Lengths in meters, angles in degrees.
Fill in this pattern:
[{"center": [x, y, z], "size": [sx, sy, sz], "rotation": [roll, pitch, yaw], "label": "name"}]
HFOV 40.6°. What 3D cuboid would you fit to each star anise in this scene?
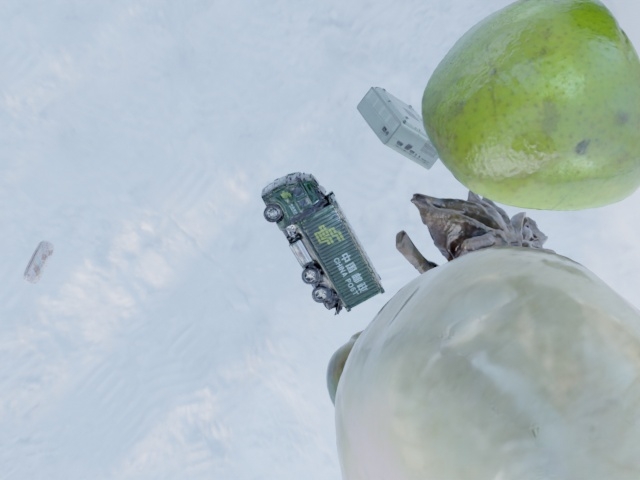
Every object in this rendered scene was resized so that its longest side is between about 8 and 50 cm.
[{"center": [0.255, 0.032, 1.272], "size": [0.292, 0.349, 0.109], "rotation": [42, 122, 14], "label": "star anise"}]

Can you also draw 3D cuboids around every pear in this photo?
[{"center": [0.239, -0.171, 1.009], "size": [0.239, 0.139, 0.288], "rotation": [-18, 74, -5], "label": "pear"}]

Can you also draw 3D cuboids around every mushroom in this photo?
[{"center": [0.135, 0.128, 0.505], "size": [0.234, 0.260, 0.254], "rotation": [-17, 63, -26], "label": "mushroom"}]

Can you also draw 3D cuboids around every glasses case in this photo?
[{"center": [-0.515, 0.040, 1.583], "size": [0.021, 0.032, 0.083], "rotation": [20, 81, 38], "label": "glasses case"}]

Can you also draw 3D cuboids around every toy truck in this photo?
[{"center": [0.000, 0.000, 1.521], "size": [0.121, 0.088, 0.259], "rotation": [-28, 106, 6], "label": "toy truck"}]

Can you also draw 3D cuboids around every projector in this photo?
[{"center": [0.142, -0.200, 1.516], "size": [0.115, 0.147, 0.061], "rotation": [27, 112, -34], "label": "projector"}]

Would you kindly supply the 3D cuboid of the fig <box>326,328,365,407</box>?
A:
[{"center": [0.113, 0.281, 1.658], "size": [0.207, 0.207, 0.230], "rotation": [-10, 103, -7], "label": "fig"}]
